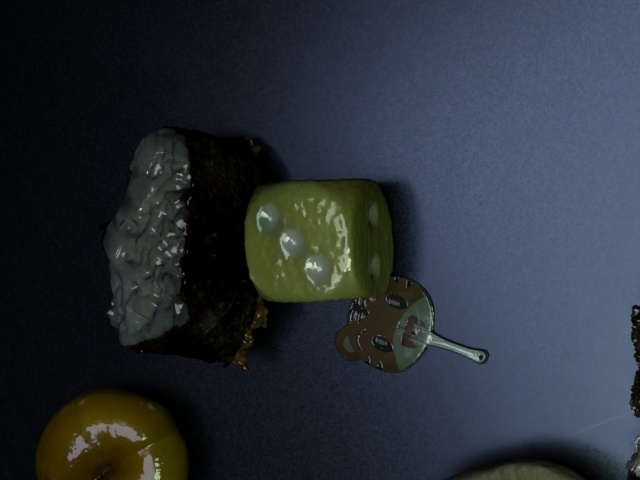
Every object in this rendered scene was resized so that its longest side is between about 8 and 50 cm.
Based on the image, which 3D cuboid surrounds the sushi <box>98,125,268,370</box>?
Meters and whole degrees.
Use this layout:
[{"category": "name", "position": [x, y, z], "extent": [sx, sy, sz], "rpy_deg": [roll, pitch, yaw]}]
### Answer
[{"category": "sushi", "position": [-0.197, 0.008, 1.869], "extent": [0.234, 0.207, 0.348], "rpy_deg": [-3, 79, 48]}]

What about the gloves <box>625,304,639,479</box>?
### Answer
[{"category": "gloves", "position": [0.465, 0.171, 1.608], "extent": [0.135, 0.210, 0.312], "rpy_deg": [32, 104, 41]}]

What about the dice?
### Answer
[{"category": "dice", "position": [0.000, 0.000, 1.798], "extent": [0.166, 0.169, 0.169], "rpy_deg": [-3, 89, 23]}]

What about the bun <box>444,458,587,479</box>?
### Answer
[{"category": "bun", "position": [0.251, 0.469, 1.678], "extent": [0.326, 0.234, 0.362], "rpy_deg": [24, 69, 47]}]

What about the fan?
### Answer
[{"category": "fan", "position": [0.135, 0.134, 1.840], "extent": [0.227, 0.008, 0.152], "rpy_deg": [21, 99, 20]}]

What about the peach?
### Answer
[{"category": "peach", "position": [-0.316, 0.347, 1.955], "extent": [0.251, 0.153, 0.251], "rpy_deg": [4, 101, 23]}]
